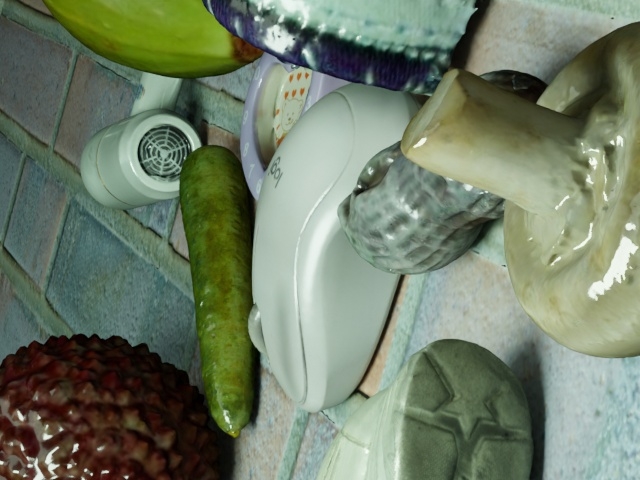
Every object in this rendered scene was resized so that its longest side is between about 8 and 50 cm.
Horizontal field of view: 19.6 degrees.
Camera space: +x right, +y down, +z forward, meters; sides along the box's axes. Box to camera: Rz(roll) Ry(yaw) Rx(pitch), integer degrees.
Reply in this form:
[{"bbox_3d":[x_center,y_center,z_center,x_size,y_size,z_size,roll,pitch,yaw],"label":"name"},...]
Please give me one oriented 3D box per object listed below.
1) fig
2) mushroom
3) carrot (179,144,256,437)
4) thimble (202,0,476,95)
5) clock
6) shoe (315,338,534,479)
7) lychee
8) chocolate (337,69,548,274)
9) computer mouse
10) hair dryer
[{"bbox_3d":[-0.149,-0.305,1.940,0.316,0.316,0.316,-167,90,-69],"label":"fig"},{"bbox_3d":[0.156,-0.041,1.097,0.207,0.215,0.207,-161,90,-75],"label":"mushroom"},{"bbox_3d":[-0.101,0.046,1.882,0.074,0.074,0.358,124,149,-42],"label":"carrot"},{"bbox_3d":[0.024,-0.225,1.539,0.237,0.237,0.150,-114,39,-57],"label":"thimble"},{"bbox_3d":[-0.017,-0.112,1.771,0.198,0.064,0.172,175,108,-68],"label":"clock"},{"bbox_3d":[0.051,0.254,1.314,0.210,0.132,0.342,142,141,-64],"label":"shoe"},{"bbox_3d":[-0.237,0.236,1.827,0.306,0.306,0.330,-62,-2,33],"label":"lychee"},{"bbox_3d":[0.099,-0.045,1.393,0.248,0.110,0.110,-36,45,57],"label":"chocolate"},{"bbox_3d":[0.000,0.000,1.593,0.297,0.121,0.184,-66,25,22],"label":"computer mouse"},{"bbox_3d":[-0.181,-0.215,2.206,0.173,0.107,0.357,-9,66,64],"label":"hair dryer"}]
